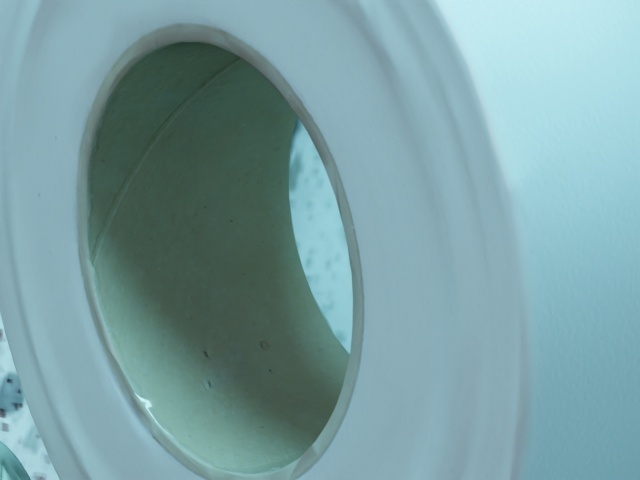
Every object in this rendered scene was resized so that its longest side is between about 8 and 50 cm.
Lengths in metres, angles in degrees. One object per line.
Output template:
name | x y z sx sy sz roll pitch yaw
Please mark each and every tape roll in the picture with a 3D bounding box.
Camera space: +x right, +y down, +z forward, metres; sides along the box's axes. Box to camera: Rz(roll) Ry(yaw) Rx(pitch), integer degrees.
tape roll | 0.000 0.000 0.610 0.286 0.100 0.286 17 113 47

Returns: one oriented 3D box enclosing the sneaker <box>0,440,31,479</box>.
sneaker | -0.178 0.244 0.678 0.148 0.131 0.350 0 82 12
